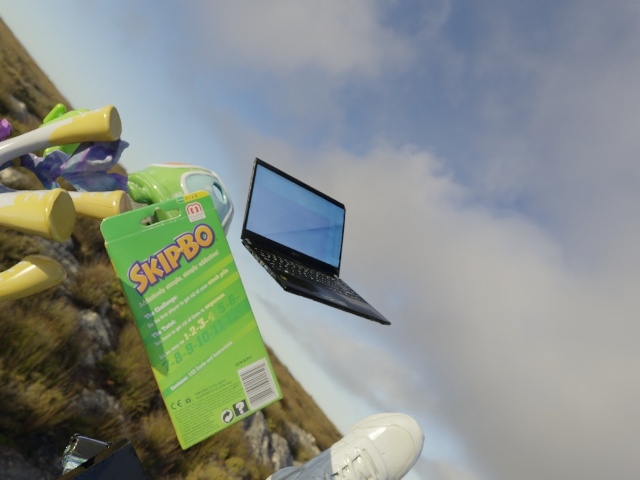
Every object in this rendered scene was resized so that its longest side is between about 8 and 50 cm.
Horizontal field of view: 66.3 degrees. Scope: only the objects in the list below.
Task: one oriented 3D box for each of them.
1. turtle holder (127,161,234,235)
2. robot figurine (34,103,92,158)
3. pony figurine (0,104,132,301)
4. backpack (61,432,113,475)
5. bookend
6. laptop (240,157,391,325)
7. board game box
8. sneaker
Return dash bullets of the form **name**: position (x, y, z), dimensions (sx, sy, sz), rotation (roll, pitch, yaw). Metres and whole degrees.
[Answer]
- **turtle holder**: position (-0.311, -0.038, 1.150), dimensions (0.320, 0.227, 0.243), rotation (49, -39, 11)
- **robot figurine**: position (-0.382, -0.161, 0.757), dimensions (0.101, 0.115, 0.067), rotation (49, -39, -6)
- **pony figurine**: position (-0.408, -0.059, 0.546), dimensions (0.351, 0.363, 0.303), rotation (-96, 179, -50)
- **backpack**: position (-0.542, 0.508, 1.130), dimensions (0.105, 0.084, 0.114), rotation (23, -43, -20)
- **bookend**: position (-0.428, 0.515, 0.991), dimensions (0.072, 0.156, 0.157), rotation (-22, -85, 58)
- **laptop**: position (0.000, 0.000, 0.833), dimensions (0.234, 0.137, 0.264), rotation (24, 9, -37)
- **board game box**: position (-0.142, 0.083, 0.549), dimensions (0.039, 0.124, 0.260), rotation (-5, -76, 63)
- **sneaker**: position (0.030, 0.378, 0.749), dimensions (0.114, 0.305, 0.152), rotation (58, 3, 6)
